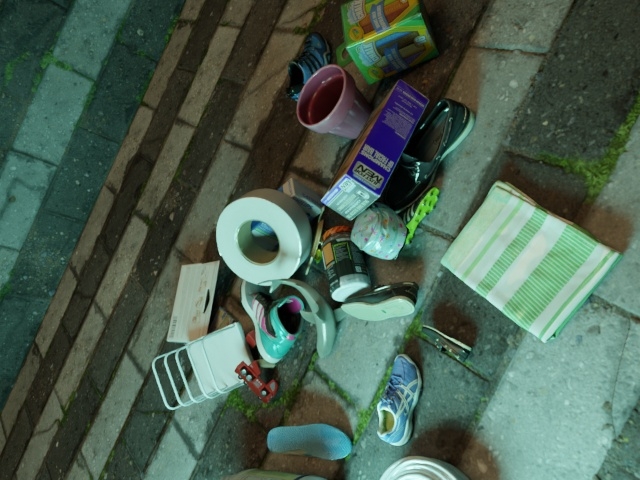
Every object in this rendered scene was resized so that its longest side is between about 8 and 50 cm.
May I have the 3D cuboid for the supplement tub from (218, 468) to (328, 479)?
[{"bbox_3d":[-0.122,0.699,1.279,0.324,0.235,0.236,-16,63,40],"label":"supplement tub"}]

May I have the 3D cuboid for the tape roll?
[{"bbox_3d":[-0.173,-0.010,1.573,0.285,0.100,0.287,8,114,17],"label":"tape roll"}]

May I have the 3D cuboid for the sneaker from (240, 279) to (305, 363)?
[{"bbox_3d":[-0.141,0.200,1.572,0.178,0.123,0.296,-43,56,30],"label":"sneaker"}]

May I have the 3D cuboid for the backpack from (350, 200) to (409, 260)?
[{"bbox_3d":[0.148,-0.020,1.326,0.182,0.115,0.152,-126,51,-67],"label":"backpack"}]

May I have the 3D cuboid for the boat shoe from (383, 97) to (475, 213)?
[{"bbox_3d":[0.261,-0.225,1.361,0.340,0.113,0.127,-49,48,19],"label":"boat shoe"}]

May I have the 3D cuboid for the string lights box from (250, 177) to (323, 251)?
[{"bbox_3d":[-0.129,-0.076,1.666,0.259,0.133,0.077,-36,47,28],"label":"string lights box"}]

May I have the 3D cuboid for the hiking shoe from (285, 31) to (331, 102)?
[{"bbox_3d":[-0.045,-0.612,1.799,0.113,0.132,0.305,-12,66,41],"label":"hiking shoe"}]

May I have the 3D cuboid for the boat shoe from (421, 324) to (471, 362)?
[{"bbox_3d":[0.285,0.237,1.200,0.133,0.049,0.042,28,86,42],"label":"boat shoe"}]

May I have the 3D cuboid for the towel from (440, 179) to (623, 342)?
[{"bbox_3d":[0.442,0.037,1.137,0.248,0.038,0.325,-57,45,12],"label":"towel"}]

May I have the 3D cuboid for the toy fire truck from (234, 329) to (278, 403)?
[{"bbox_3d":[-0.185,0.381,1.567,0.192,0.135,0.047,43,143,10],"label":"toy fire truck"}]

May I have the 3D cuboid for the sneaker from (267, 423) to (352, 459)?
[{"bbox_3d":[-0.021,0.527,1.361,0.228,0.092,0.088,-3,68,23],"label":"sneaker"}]

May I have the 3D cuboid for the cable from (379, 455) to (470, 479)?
[{"bbox_3d":[0.225,0.594,1.090,0.257,0.089,0.257,-19,60,37],"label":"cable"}]

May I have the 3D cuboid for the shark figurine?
[{"bbox_3d":[-0.029,0.178,1.414,0.166,0.116,0.278,-41,89,12],"label":"shark figurine"}]

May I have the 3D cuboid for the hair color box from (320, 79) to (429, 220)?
[{"bbox_3d":[0.143,-0.236,1.359,0.339,0.110,0.185,-63,9,-24],"label":"hair color box"}]

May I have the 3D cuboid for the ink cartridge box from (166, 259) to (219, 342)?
[{"bbox_3d":[-0.447,0.230,1.901,0.261,0.066,0.297,-8,68,43],"label":"ink cartridge box"}]

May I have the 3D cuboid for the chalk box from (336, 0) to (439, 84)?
[{"bbox_3d":[0.170,-0.599,1.505,0.288,0.179,0.181,-17,62,21],"label":"chalk box"}]

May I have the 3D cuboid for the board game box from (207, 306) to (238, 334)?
[{"bbox_3d":[-0.351,0.322,1.801,0.103,0.026,0.154,30,95,46],"label":"board game box"}]

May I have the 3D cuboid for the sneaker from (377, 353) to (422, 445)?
[{"bbox_3d":[0.184,0.374,1.221,0.080,0.081,0.212,-8,67,44],"label":"sneaker"}]

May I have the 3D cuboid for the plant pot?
[{"bbox_3d":[0.057,-0.406,1.583,0.201,0.180,0.202,-18,63,39],"label":"plant pot"}]

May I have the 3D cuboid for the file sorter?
[{"bbox_3d":[-0.370,0.405,1.640,0.277,0.173,0.193,-26,82,34],"label":"file sorter"}]

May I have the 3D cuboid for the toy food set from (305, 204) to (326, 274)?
[{"bbox_3d":[0.000,0.000,1.542,0.132,0.038,0.192,111,173,-63],"label":"toy food set"}]

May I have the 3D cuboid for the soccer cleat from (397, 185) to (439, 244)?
[{"bbox_3d":[0.244,-0.072,1.358,0.179,0.060,0.072,-58,43,14],"label":"soccer cleat"}]

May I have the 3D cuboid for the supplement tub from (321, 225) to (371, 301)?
[{"bbox_3d":[0.068,0.062,1.433,0.117,0.117,0.191,-32,54,32],"label":"supplement tub"}]

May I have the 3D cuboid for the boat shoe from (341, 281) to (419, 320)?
[{"bbox_3d":[0.155,0.158,1.350,0.233,0.084,0.079,-17,40,43],"label":"boat shoe"}]
